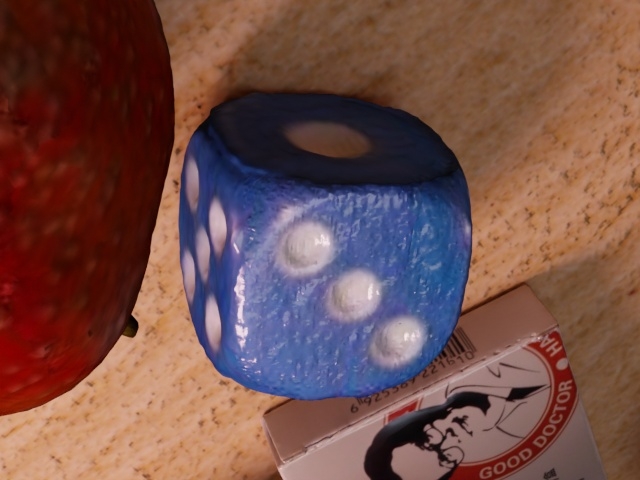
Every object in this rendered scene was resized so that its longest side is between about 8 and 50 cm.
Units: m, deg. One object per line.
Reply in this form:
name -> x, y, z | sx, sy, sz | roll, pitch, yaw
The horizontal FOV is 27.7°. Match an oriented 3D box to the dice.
dice -> 0.000, 0.000, 0.757 | 0.146, 0.143, 0.146 | -4, 117, -17

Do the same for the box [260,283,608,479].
box -> 0.116, 0.219, 0.981 | 0.214, 0.069, 0.353 | -26, 124, -3

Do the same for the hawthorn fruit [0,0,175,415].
hawthorn fruit -> -0.183, -0.044, 0.598 | 0.285, 0.285, 0.369 | -36, 134, 3
